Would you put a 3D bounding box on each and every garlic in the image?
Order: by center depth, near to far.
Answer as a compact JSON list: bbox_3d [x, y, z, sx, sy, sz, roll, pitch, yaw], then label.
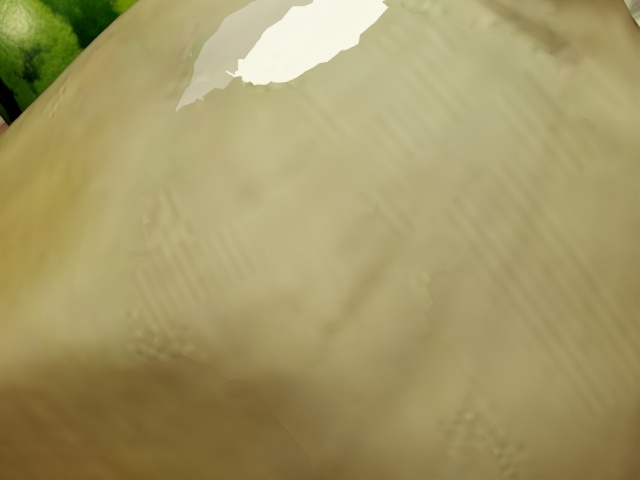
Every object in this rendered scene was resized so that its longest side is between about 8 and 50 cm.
[{"bbox_3d":[0.000,0.000,0.459,0.340,0.246,0.231,-44,4,38],"label":"garlic"}]

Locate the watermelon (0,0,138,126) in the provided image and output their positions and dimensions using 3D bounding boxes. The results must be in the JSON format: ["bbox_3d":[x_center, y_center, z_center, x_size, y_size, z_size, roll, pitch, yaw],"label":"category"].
[{"bbox_3d":[-0.036,-0.137,0.716,0.285,0.285,0.285,-39,21,18],"label":"watermelon"}]
